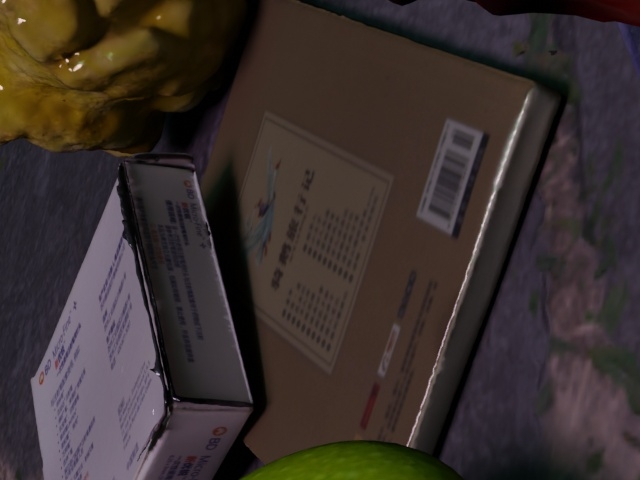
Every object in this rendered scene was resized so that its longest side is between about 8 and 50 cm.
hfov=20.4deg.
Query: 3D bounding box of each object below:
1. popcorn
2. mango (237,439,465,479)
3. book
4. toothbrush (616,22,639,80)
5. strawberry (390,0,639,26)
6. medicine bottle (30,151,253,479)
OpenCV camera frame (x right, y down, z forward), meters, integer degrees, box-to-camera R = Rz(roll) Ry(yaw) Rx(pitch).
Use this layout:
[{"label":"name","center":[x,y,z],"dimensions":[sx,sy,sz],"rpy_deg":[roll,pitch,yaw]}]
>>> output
[{"label":"popcorn","center":[-0.144,-0.146,1.026],"dimensions":[0.203,0.200,0.226],"rpy_deg":[-45,44,10]},{"label":"mango","center":[-0.040,0.216,0.676],"dimensions":[0.343,0.156,0.192],"rpy_deg":[-61,32,22]},{"label":"book","center":[0.000,0.000,0.868],"dimensions":[0.310,0.021,0.217],"rpy_deg":[34,107,63]},{"label":"toothbrush","center":[0.124,-0.065,0.656],"dimensions":[0.026,0.024,0.288],"rpy_deg":[112,156,-46]},{"label":"strawberry","center":[0.134,-0.209,0.491],"dimensions":[0.292,0.310,0.291],"rpy_deg":[171,90,-83]},{"label":"medicine bottle","center":[-0.105,0.079,0.956],"dimensions":[0.201,0.052,0.171],"rpy_deg":[118,147,-41]}]
